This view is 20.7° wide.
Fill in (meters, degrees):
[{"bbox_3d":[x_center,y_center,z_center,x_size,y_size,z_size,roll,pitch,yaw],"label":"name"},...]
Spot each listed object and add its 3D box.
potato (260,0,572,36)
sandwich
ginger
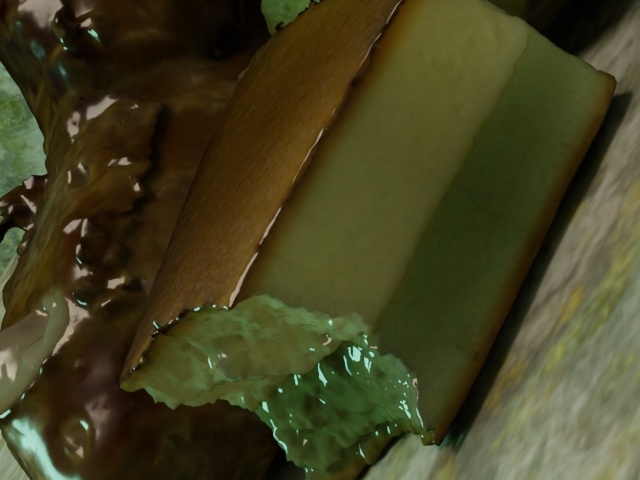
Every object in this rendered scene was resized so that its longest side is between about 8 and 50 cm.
[{"bbox_3d":[0.075,-0.163,0.749,0.176,0.141,0.298,-54,-2,-47],"label":"potato"},{"bbox_3d":[0.000,0.000,0.718,0.186,0.108,0.220,-61,15,-11],"label":"sandwich"},{"bbox_3d":[-0.091,-0.036,0.882,0.176,0.254,0.418,-50,21,48],"label":"ginger"}]
